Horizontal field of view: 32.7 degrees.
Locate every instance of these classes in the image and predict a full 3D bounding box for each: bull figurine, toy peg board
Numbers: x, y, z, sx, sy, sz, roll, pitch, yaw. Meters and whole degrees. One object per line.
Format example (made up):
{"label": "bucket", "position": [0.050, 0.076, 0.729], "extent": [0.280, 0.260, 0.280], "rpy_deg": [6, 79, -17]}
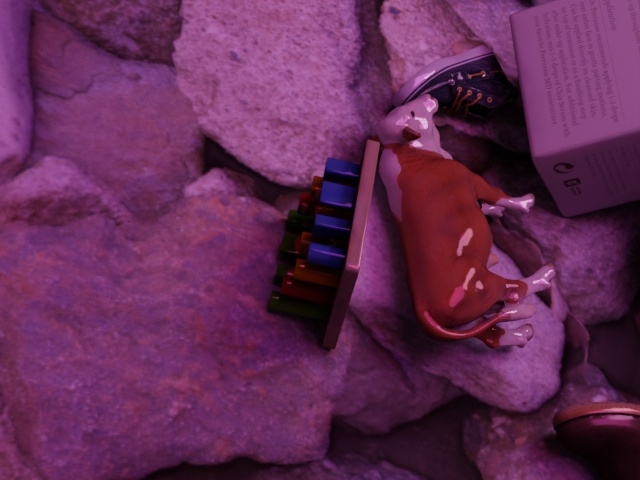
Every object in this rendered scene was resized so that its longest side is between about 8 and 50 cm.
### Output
{"label": "bull figurine", "position": [0.153, -0.018, 1.234], "extent": [0.188, 0.101, 0.310], "rpy_deg": [10, 57, -23]}
{"label": "toy peg board", "position": [0.000, 0.000, 1.122], "extent": [0.079, 0.160, 0.161], "rpy_deg": [11, 56, -2]}

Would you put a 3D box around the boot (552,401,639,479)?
{"label": "boot", "position": [0.355, 0.293, 1.154], "extent": [0.248, 0.090, 0.207], "rpy_deg": [21, 52, -18]}

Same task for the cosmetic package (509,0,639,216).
{"label": "cosmetic package", "position": [0.474, -0.209, 1.297], "extent": [0.161, 0.453, 0.230], "rpy_deg": [46, 36, -52]}

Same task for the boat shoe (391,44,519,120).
{"label": "boat shoe", "position": [0.174, -0.184, 1.365], "extent": [0.183, 0.065, 0.083], "rpy_deg": [-28, 75, -36]}
